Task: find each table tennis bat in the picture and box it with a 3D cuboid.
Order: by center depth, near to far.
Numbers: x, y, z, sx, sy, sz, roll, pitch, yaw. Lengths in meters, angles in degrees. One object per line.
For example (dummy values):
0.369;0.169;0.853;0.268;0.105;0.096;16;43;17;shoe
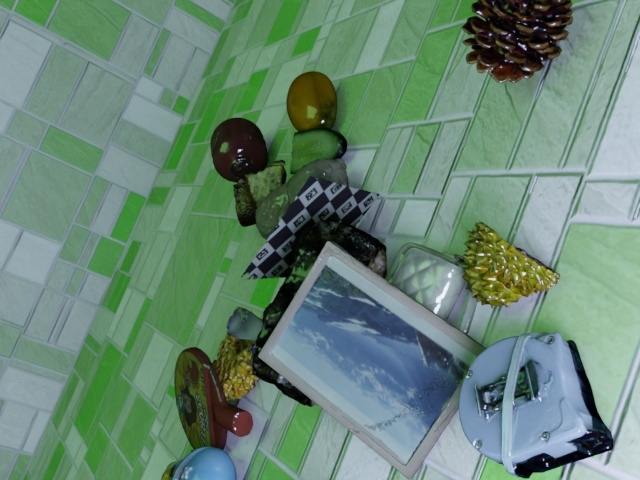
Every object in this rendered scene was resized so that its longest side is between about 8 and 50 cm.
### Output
-0.266;0.394;1.731;0.415;0.051;0.268;0;96;60;table tennis bat

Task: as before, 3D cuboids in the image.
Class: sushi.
0.007;0.133;1.387;0.171;0.211;0.350;24;78;19;sushi
0.000;0.000;1.515;0.050;0.290;0.264;46;112;26;sushi

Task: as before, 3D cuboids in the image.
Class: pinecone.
0.354;-0.390;1.281;0.212;0.169;0.185;-62;38;33;pinecone

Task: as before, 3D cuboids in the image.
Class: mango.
-0.023;-0.364;1.980;0.151;0.120;0.221;-40;43;36;mango

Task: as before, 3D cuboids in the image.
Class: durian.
0.263;0.046;1.117;0.108;0.119;0.186;-56;29;7;durian

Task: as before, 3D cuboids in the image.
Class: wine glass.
-0.127;0.205;1.632;0.072;0.155;0.072;-42;35;38;wine glass

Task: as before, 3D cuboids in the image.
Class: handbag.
0.172;0.135;1.253;0.219;0.079;0.256;27;92;59;handbag

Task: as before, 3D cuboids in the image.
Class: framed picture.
0.080;0.190;1.203;0.335;0.022;0.247;36;101;23;framed picture

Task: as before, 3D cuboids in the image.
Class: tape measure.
0.273;0.217;0.969;0.181;0.107;0.182;-39;38;29;tape measure

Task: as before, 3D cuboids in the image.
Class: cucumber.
0.004;-0.229;1.871;0.244;0.063;0.115;6;96;61;cucumber

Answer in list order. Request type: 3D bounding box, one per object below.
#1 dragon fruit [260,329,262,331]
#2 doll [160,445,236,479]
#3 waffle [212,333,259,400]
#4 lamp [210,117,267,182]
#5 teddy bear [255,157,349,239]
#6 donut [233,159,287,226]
-0.056;0.193;1.559;0.136;0.133;0.166;26;91;21;dragon fruit
-0.282;0.550;1.630;0.314;0.141;0.177;-24;43;56;doll
-0.206;0.297;1.786;0.193;0.070;0.197;-6;62;60;waffle
-0.253;-0.273;2.258;0.180;0.180;0.258;-51;30;23;lamp
-0.038;-0.089;1.732;0.267;0.151;0.236;-30;14;34;teddy bear
-0.159;-0.121;2.032;0.187;0.144;0.126;-13;56;19;donut
